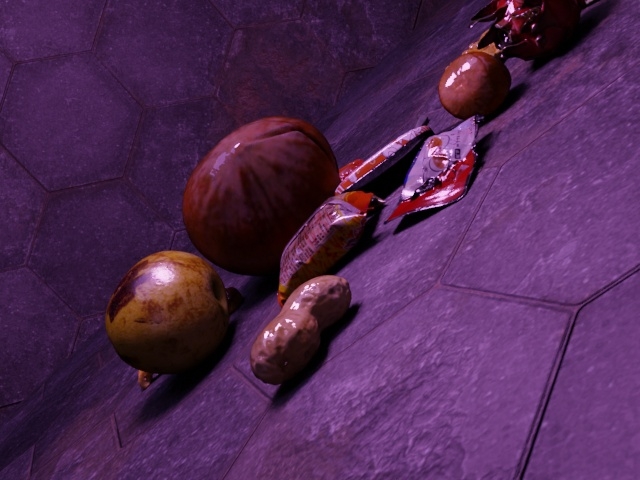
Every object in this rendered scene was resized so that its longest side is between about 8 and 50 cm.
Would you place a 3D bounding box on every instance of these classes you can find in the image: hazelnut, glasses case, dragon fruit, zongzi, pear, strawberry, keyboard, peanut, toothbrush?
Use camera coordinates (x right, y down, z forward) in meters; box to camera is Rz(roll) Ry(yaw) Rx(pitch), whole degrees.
[{"bbox_3d":[0.332,-0.331,1.665,0.150,0.150,0.150,-39,13,11],"label":"hazelnut"},{"bbox_3d":[0.147,-0.166,1.762,0.266,0.067,0.103,-37,-13,12],"label":"glasses case"},{"bbox_3d":[0.454,-0.483,1.682,0.274,0.193,0.192,-43,42,-4],"label":"dragon fruit"},{"bbox_3d":[0.101,-0.069,1.712,0.076,0.040,0.083,-39,24,-3],"label":"zongzi"},{"bbox_3d":[-0.339,0.161,1.721,0.283,0.283,0.283,-39,13,11],"label":"pear"},{"bbox_3d":[0.075,-0.183,2.129,0.104,0.048,0.152,-27,23,38],"label":"strawberry"},{"bbox_3d":[0.286,-0.246,1.789,0.060,0.018,0.195,-42,11,-33],"label":"keyboard"},{"bbox_3d":[-0.134,-0.109,1.855,0.409,0.359,0.359,-49,14,-6],"label":"hazelnut"},{"bbox_3d":[-0.032,0.143,1.284,0.103,0.098,0.229,18,51,26],"label":"peanut"},{"bbox_3d":[0.226,-0.249,1.941,0.030,0.030,0.297,-45,9,38],"label":"toothbrush"}]

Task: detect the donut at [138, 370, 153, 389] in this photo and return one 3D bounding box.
[{"bbox_3d":[-0.420,0.334,1.940,0.083,0.067,0.038,-8,10,4],"label":"donut"}]

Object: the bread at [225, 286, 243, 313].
[{"bbox_3d":[-0.237,0.152,1.936,0.085,0.053,0.085,-39,13,11],"label":"bread"}]

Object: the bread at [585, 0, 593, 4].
[{"bbox_3d":[0.630,-0.603,1.829,0.232,0.064,0.172,-39,14,21],"label":"bread"}]

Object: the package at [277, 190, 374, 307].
[{"bbox_3d":[0.000,-0.001,1.634,0.288,0.108,0.223,-42,11,13],"label":"package"}]

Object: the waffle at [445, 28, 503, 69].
[{"bbox_3d":[0.453,-0.511,2.064,0.312,0.060,0.307,-40,12,2],"label":"waffle"}]

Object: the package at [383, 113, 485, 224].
[{"bbox_3d":[0.233,-0.140,1.510,0.194,0.071,0.269,-32,29,45],"label":"package"}]
